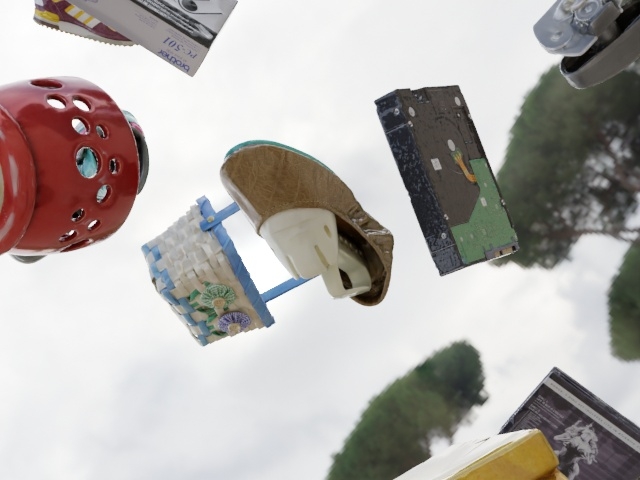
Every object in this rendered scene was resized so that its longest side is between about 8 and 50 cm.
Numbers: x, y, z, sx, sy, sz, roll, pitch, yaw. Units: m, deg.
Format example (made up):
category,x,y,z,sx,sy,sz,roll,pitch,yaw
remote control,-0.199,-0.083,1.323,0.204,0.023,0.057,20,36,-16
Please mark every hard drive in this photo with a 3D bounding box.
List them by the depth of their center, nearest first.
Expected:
category,x,y,z,sx,sy,sz,roll,pitch,yaw
hard drive,0.234,-0.115,2.056,0.064,0.338,0.237,-25,-6,37

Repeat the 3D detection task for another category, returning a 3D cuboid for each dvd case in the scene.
category,x,y,z,sx,sy,sz,roll,pitch,yaw
dvd case,0.305,0.276,1.429,0.018,0.164,0.221,-45,-11,-50

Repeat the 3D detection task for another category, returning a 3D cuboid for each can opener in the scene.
category,x,y,z,sx,sy,sz,roll,pitch,yaw
can opener,0.317,-0.266,1.059,0.283,0.076,0.095,-46,-50,1

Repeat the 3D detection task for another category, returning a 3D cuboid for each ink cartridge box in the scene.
category,x,y,z,sx,sy,sz,roll,pitch,yaw
ink cartridge box,-0.191,-0.253,1.112,0.046,0.207,0.097,-51,12,42

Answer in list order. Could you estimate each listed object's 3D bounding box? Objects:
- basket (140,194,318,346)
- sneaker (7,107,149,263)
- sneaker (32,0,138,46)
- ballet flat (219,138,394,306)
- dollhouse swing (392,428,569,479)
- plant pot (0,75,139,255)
category,x,y,z,sx,sy,sz,roll,pitch,yaw
basket,-0.132,0.035,1.916,0.289,0.201,0.254,-34,-43,-4
sneaker,-0.364,-0.079,1.731,0.124,0.178,0.295,39,-100,-27
sneaker,-0.339,-0.349,1.697,0.069,0.186,0.083,-90,13,-65
ballet flat,0.000,0.000,1.306,0.116,0.124,0.342,-19,-27,17
dollhouse swing,0.084,0.365,0.797,0.305,0.346,0.315,-28,-8,-13
plant pot,-0.312,-0.075,1.174,0.174,0.191,0.191,-16,-44,-60
